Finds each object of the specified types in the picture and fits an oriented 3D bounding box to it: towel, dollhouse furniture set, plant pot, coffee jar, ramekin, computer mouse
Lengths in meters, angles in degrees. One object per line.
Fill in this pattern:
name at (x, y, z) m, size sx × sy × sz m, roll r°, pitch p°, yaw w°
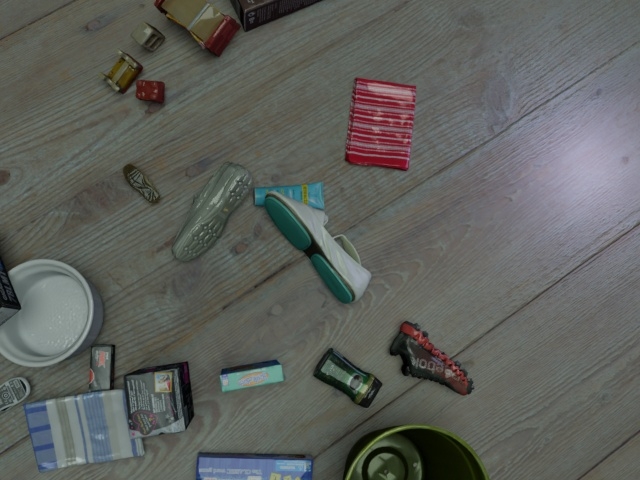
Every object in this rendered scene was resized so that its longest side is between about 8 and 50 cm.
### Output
towel at (-0.623, 0.505, 1.738) m, size 0.285 × 0.034 × 0.209 m, roll -7°, pitch 105°, yaw -7°
dollhouse furniture set at (-0.431, -0.547, 1.889) m, size 0.201 × 0.152 × 0.374 m, roll 40°, pitch 97°, yaw -2°
plant pot at (0.204, 0.637, 1.698) m, size 0.367 × 0.353 × 0.366 m, roll 1°, pitch 83°, yaw -8°
coffee jar at (0.078, 0.391, 1.850) m, size 0.184 × 0.079 × 0.096 m, roll 34°, pitch 78°, yaw -1°
towel at (0.184, -0.352, 1.980) m, size 0.199 × 0.031 × 0.274 m, roll 7°, pitch 82°, yaw -7°
ramekin at (-0.714, 0.195, 1.729) m, size 0.278 × 0.135 × 0.276 m, roll 0°, pitch 79°, yaw 2°
computer mouse at (-0.859, 0.430, 1.748) m, size 0.193 × 0.042 × 0.106 m, roll -27°, pitch 82°, yaw -4°

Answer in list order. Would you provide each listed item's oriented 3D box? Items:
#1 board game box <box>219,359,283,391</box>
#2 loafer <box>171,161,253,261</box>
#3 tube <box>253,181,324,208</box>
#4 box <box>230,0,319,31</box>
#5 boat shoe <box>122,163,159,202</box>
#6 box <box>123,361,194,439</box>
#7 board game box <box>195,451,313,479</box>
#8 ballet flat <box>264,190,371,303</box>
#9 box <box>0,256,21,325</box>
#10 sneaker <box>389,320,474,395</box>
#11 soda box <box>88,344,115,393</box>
board game box at (-0.186, 0.360, 1.755) m, size 0.160 × 0.210 × 0.047 m, roll -8°, pitch 84°, yaw -7°
loafer at (-0.319, -0.084, 1.856) m, size 0.112 × 0.112 × 0.319 m, roll 31°, pitch 79°, yaw 34°
tube at (-0.092, -0.129, 1.913) m, size 0.207 × 0.052 × 0.080 m, roll -2°, pitch 93°, yaw -14°
box at (-0.095, -0.797, 1.946) m, size 0.382 × 0.143 × 0.191 m, roll -25°, pitch 86°, yaw -8°
boat shoe at (-0.508, -0.159, 1.861) m, size 0.050 × 0.045 × 0.135 m, roll -38°, pitch 93°, yaw -2°
box at (-0.416, 0.411, 1.700) m, size 0.142 × 0.247 × 0.163 m, roll -7°, pitch 84°, yaw -6°
board game box at (-0.186, 0.746, 1.779) m, size 0.319 × 0.066 × 0.317 m, roll 3°, pitch 83°, yaw -6°
ballet flat at (0.000, 0.000, 1.877) m, size 0.139 × 0.139 × 0.400 m, roll -40°, pitch 93°, yaw -10°
box at (-0.938, 0.140, 1.672) m, size 0.293 × 0.073 × 0.295 m, roll -36°, pitch 66°, yaw 6°
sneaker at (0.310, 0.362, 1.875) m, size 0.276 × 0.097 × 0.135 m, roll 42°, pitch 80°, yaw 1°
soda box at (-0.595, 0.369, 1.781) m, size 0.060 × 0.053 × 0.168 m, roll 1°, pitch 82°, yaw -7°
